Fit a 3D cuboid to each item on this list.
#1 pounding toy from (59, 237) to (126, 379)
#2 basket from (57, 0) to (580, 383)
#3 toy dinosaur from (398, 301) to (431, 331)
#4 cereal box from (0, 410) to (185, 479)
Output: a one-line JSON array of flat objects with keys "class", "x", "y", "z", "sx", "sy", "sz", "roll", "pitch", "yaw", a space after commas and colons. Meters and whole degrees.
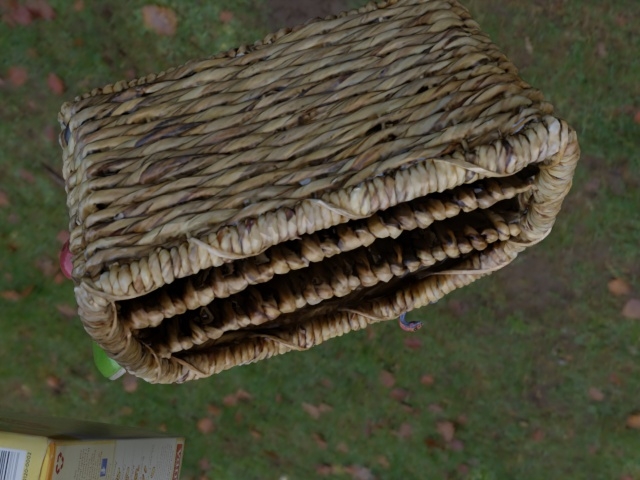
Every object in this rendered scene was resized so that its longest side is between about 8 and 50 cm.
[{"class": "pounding toy", "x": -0.130, "y": -0.002, "z": 0.928, "sx": 0.237, "sy": 0.183, "sz": 0.110, "roll": -44, "pitch": 96, "yaw": 8}, {"class": "basket", "x": 0.000, "y": 0.000, "z": 0.723, "sx": 0.299, "sy": 0.223, "sz": 0.213, "roll": -19, "pitch": 128, "yaw": -4}, {"class": "toy dinosaur", "x": 0.108, "y": 0.060, "z": 1.271, "sx": 0.047, "sy": 0.090, "sz": 0.082, "roll": 19, "pitch": 102, "yaw": -14}, {"class": "cereal box", "x": -0.181, "y": 0.112, "z": 0.574, "sx": 0.173, "sy": 0.047, "sz": 0.240, "roll": 5, "pitch": 170, "yaw": 8}]
